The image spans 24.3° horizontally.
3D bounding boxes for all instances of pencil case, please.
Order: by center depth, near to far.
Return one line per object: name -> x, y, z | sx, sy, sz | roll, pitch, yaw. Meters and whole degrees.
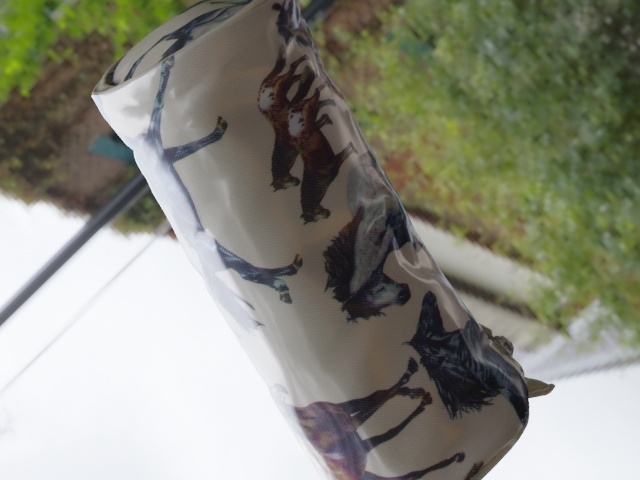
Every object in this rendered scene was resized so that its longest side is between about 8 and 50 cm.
pencil case -> 0.000, 0.000, 1.096 | 0.183, 0.160, 0.410 | -37, -77, -28
